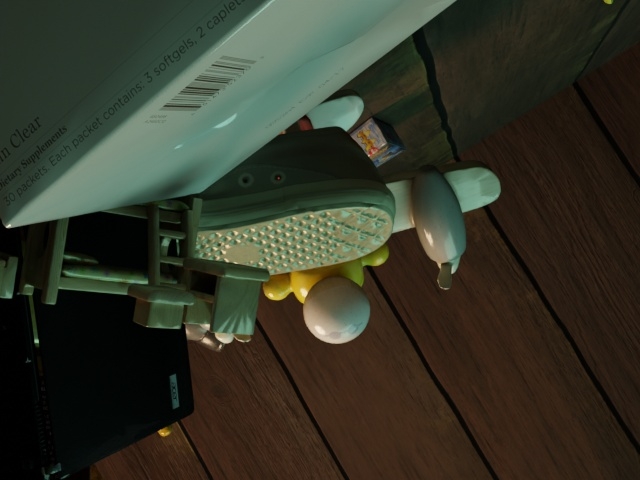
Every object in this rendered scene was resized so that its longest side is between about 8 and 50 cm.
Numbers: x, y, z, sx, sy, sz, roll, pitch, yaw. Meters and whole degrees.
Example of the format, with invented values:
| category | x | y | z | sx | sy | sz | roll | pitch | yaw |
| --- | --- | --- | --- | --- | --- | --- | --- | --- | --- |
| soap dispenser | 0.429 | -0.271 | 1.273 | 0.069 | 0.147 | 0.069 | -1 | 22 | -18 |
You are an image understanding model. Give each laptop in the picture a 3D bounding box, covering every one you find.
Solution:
| category | x | y | z | sx | sy | sz | roll | pitch | yaw |
| --- | --- | --- | --- | --- | --- | --- | --- | --- | --- |
| laptop | -0.256 | 0.070 | 0.625 | 0.264 | 0.234 | 0.136 | -5 | -173 | -2 |

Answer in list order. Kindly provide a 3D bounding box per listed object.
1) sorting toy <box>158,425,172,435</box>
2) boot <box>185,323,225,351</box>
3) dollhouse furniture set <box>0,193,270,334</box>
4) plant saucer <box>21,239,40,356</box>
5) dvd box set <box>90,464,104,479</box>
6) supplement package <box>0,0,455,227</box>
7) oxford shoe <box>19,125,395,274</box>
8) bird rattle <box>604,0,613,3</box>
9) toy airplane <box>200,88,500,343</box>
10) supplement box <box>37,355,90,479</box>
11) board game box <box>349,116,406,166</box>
| category | x | y | z | sx | sy | sz | roll | pitch | yaw |
| --- | --- | --- | --- | --- | --- | --- | --- | --- | --- |
| sorting toy | -0.334 | 0.305 | 1.290 | 0.127 | 0.126 | 0.365 | -32 | 174 | 4 |
| boot | -0.272 | 0.070 | 1.198 | 0.338 | 0.222 | 0.118 | 6 | -105 | 69 |
| dollhouse furniture set | -0.151 | -0.003 | 0.503 | 0.181 | 0.101 | 0.161 | 9 | 178 | -39 |
| plant saucer | -0.348 | 0.109 | 0.756 | 0.332 | 0.081 | 0.332 | 15 | 145 | -37 |
| dvd box set | -0.558 | 0.418 | 1.417 | 0.062 | 0.420 | 0.307 | -35 | 173 | 8 |
| supplement package | -0.069 | -0.145 | 0.441 | 0.261 | 0.145 | 0.204 | -34 | 175 | 24 |
| oxford shoe | -0.149 | -0.033 | 0.777 | 0.449 | 0.130 | 0.169 | -8 | 149 | -5 |
| bird rattle | 0.334 | -0.363 | 0.825 | 0.253 | 0.143 | 0.207 | -30 | 159 | -45 |
| toy airplane | 0.000 | 0.000 | 0.987 | 0.384 | 0.273 | 0.386 | 16 | 133 | -37 |
| supplement box | -0.313 | 0.219 | 0.677 | 0.191 | 0.194 | 0.129 | 3 | 149 | -23 |
| board game box | 0.073 | -0.169 | 1.450 | 0.194 | 0.060 | 0.194 | -31 | 173 | 2 |
